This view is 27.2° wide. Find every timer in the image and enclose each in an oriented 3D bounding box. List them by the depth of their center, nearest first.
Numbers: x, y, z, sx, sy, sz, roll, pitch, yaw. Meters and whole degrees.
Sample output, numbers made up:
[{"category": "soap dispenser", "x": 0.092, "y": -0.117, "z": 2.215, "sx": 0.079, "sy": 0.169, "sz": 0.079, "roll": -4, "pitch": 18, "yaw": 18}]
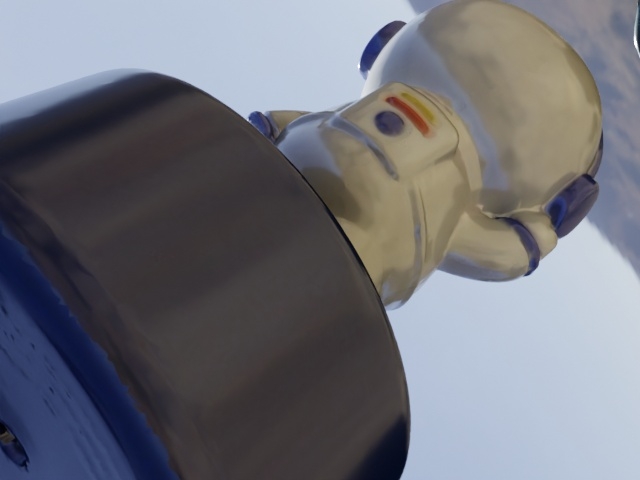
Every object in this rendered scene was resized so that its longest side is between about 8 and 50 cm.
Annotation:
[{"category": "timer", "x": 0.000, "y": 0.000, "z": 0.657, "sx": 0.270, "sy": 0.383, "sz": 0.270, "roll": 34, "pitch": 142, "yaw": 32}]

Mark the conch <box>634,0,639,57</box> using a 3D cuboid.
[{"category": "conch", "x": 0.323, "y": -0.171, "z": 0.863, "sx": 0.202, "sy": 0.134, "sz": 0.196, "roll": -138, "pitch": 47, "yaw": -57}]
